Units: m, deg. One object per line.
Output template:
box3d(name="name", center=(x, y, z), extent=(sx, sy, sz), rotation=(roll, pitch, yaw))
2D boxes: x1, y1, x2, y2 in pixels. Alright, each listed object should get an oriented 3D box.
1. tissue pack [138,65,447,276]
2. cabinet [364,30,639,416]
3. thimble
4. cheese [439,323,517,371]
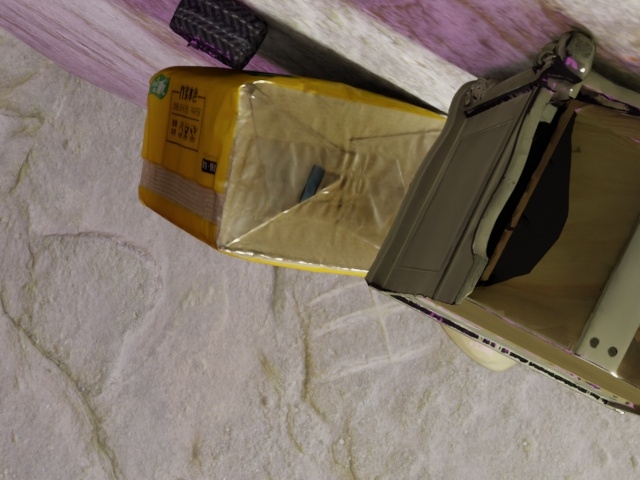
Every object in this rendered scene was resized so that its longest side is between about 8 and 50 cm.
box3d(name="tissue pack", center=(-0.048, -0.097, 1.513), extent=(0.293, 0.228, 0.382), rotation=(9, -173, -23))
box3d(name="cabinet", center=(0.234, 0.003, 0.990), extent=(0.290, 0.227, 0.318), rotation=(28, 176, -6))
box3d(name="thimble", center=(-0.118, -0.248, 1.381), extent=(0.104, 0.066, 0.095), rotation=(29, 178, 7))
box3d(name="cheese", center=(0.194, 0.032, 1.798), extent=(0.351, 0.129, 0.328), rotation=(33, -149, -30))
